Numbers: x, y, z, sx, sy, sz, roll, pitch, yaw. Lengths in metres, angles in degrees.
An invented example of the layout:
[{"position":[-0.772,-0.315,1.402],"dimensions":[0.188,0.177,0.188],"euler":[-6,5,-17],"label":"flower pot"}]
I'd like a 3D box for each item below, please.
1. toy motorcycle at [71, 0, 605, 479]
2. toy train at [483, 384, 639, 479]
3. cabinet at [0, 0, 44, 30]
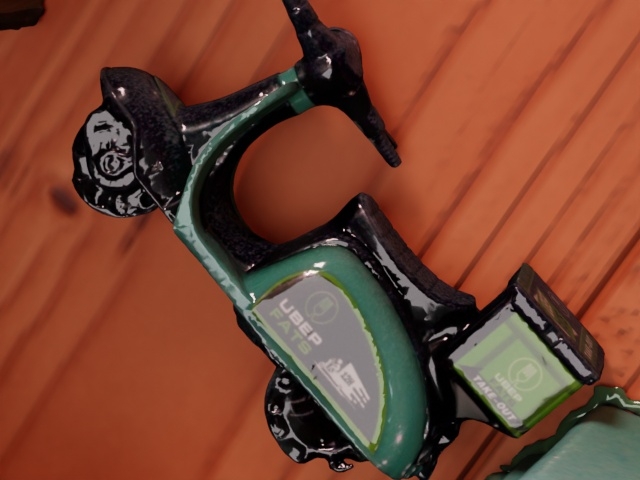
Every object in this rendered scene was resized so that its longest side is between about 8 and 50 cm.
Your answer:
[{"position":[0.000,0.000,0.543],"dimensions":[0.100,0.058,0.173],"euler":[-41,89,14],"label":"toy motorcycle"},{"position":[0.094,0.155,0.516],"dimensions":[0.163,0.112,0.203],"euler":[21,105,18],"label":"toy train"},{"position":[-0.174,-0.184,0.509],"dimensions":[0.174,0.148,0.215],"euler":[16,105,14],"label":"cabinet"}]
